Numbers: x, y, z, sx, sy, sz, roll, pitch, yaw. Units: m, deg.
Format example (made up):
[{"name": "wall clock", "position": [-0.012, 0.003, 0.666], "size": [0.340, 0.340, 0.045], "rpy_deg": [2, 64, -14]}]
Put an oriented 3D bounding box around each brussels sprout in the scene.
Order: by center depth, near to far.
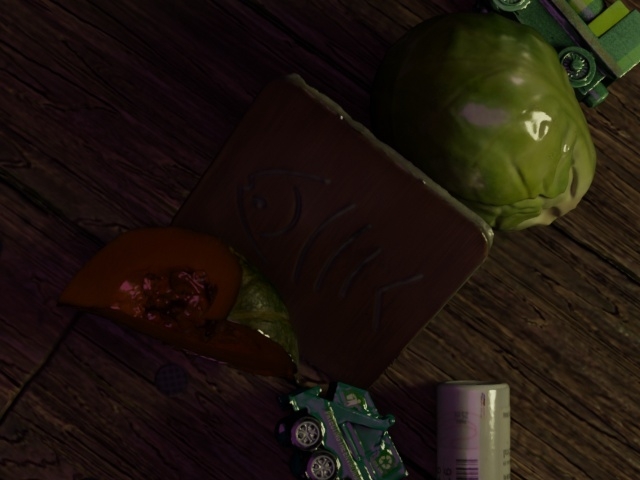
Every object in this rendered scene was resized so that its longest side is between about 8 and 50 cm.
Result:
[{"name": "brussels sprout", "position": [0.164, -0.118, 1.673], "size": [0.244, 0.244, 0.244], "rpy_deg": [0, 89, 0]}]

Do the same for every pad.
[{"name": "pad", "position": [0.000, 0.000, 1.684], "size": [0.284, 0.018, 0.286], "rpy_deg": [38, 127, 0]}]

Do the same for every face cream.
[{"name": "face cream", "position": [0.164, 0.286, 1.731], "size": [0.082, 0.082, 0.269], "rpy_deg": [0, 88, 0]}]

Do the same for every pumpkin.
[{"name": "pumpkin", "position": [-0.121, 0.070, 1.730], "size": [0.278, 0.163, 0.111], "rpy_deg": [3, 61, 38]}]

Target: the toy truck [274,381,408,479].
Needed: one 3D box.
[{"name": "toy truck", "position": [0.038, 0.247, 1.722], "size": [0.116, 0.110, 0.216], "rpy_deg": [-25, 89, -12]}]

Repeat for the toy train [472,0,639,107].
[{"name": "toy train", "position": [0.257, -0.241, 1.746], "size": [0.132, 0.083, 0.200], "rpy_deg": [-39, 89, -12]}]
